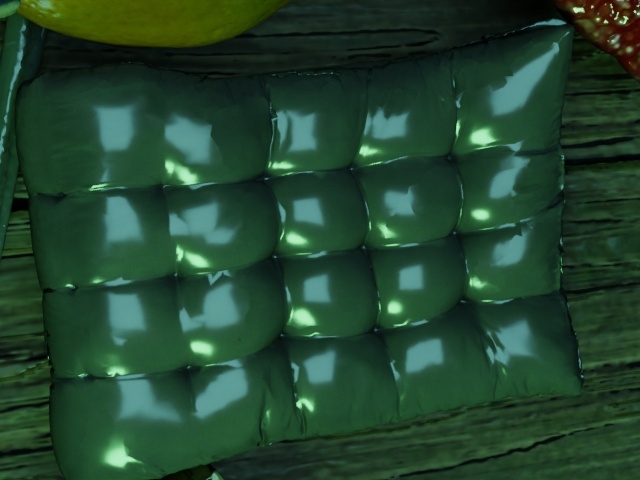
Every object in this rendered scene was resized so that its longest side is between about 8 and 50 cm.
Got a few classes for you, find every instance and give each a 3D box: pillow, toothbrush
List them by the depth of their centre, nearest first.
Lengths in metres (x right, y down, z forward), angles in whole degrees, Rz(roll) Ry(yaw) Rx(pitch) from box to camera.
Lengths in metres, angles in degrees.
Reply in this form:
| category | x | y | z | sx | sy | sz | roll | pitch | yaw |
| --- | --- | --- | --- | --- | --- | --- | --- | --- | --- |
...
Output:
| category | x | y | z | sx | sy | sz | roll | pitch | yaw |
| --- | --- | --- | --- | --- | --- | --- | --- | --- | --- |
| toothbrush | -0.183 | 0.009 | 0.661 | 0.030 | 0.030 | 0.297 | 9 | 91 | -28 |
| pillow | 0.000 | 0.000 | 0.689 | 0.326 | 0.101 | 0.228 | -7 | 97 | -16 |

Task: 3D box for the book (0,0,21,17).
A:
| category | x | y | z | sx | sy | sz | roll | pitch | yaw |
| --- | --- | --- | --- | --- | --- | --- | --- | --- | --- |
| book | -0.296 | -0.197 | 0.491 | 0.228 | 0.018 | 0.322 | -27 | 83 | -27 |

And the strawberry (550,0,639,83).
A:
| category | x | y | z | sx | sy | sz | roll | pitch | yaw |
| --- | --- | --- | --- | --- | --- | --- | --- | --- | --- |
| strawberry | 0.176 | -0.189 | 0.692 | 0.174 | 0.098 | 0.228 | -32 | 98 | -52 |

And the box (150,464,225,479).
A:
| category | x | y | z | sx | sy | sz | roll | pitch | yaw |
| --- | --- | --- | --- | --- | --- | --- | --- | --- | --- |
| box | -0.117 | 0.253 | 0.680 | 0.240 | 0.071 | 0.159 | -38 | 106 | -14 |

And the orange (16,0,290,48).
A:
| category | x | y | z | sx | sy | sz | roll | pitch | yaw |
| --- | --- | --- | --- | --- | --- | --- | --- | --- | --- |
| orange | -0.090 | -0.213 | 0.604 | 0.240 | 0.171 | 0.240 | -1 | 93 | -22 |
